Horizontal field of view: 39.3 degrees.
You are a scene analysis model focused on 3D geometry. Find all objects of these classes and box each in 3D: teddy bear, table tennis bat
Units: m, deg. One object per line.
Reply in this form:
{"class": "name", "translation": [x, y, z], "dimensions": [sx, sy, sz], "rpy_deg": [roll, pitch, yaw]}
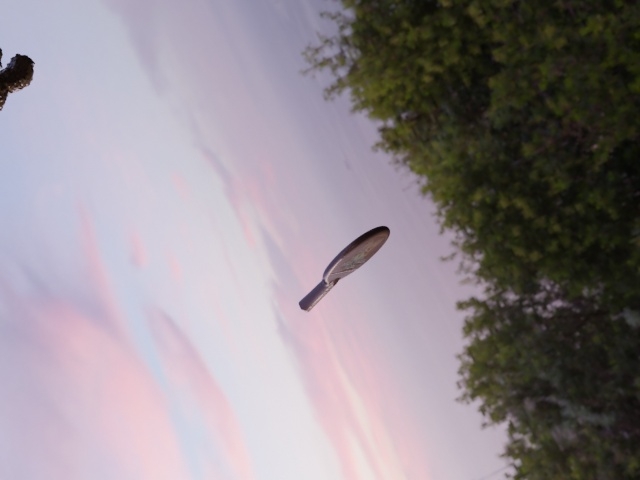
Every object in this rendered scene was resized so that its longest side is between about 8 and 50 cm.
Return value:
{"class": "teddy bear", "translation": [-0.366, -0.160, 0.932], "dimensions": [0.078, 0.119, 0.160], "rpy_deg": [62, -168, 13]}
{"class": "table tennis bat", "translation": [0.000, 0.000, 1.221], "dimensions": [0.119, 0.170, 0.107], "rpy_deg": [52, -154, 16]}
